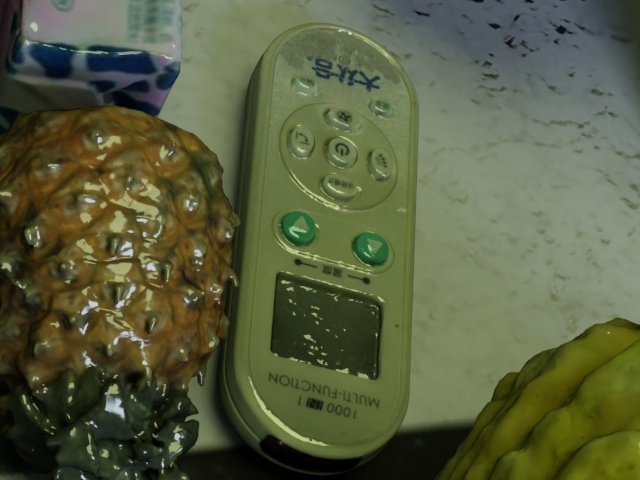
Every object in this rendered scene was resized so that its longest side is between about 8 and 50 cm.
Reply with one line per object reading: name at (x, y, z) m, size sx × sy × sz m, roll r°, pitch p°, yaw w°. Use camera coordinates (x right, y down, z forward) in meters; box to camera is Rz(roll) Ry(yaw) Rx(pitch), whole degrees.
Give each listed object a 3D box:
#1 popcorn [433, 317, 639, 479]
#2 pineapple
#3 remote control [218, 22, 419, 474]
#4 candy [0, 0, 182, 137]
popcorn at (0.141, 0.147, 0.672) m, size 0.224 × 0.258 × 0.270 m, roll -11°, pitch 68°, yaw -12°
pineapple at (-0.086, 0.051, 0.724) m, size 0.108 × 0.108 × 0.198 m, roll 10°, pitch 69°, yaw -20°
remote control at (0.000, 0.000, 0.830) m, size 0.078 × 0.042 × 0.221 m, roll 16°, pitch 55°, yaw -17°
candy at (-0.097, -0.118, 0.828) m, size 0.073 × 0.092 × 0.160 m, roll 11°, pitch 57°, yaw -13°
